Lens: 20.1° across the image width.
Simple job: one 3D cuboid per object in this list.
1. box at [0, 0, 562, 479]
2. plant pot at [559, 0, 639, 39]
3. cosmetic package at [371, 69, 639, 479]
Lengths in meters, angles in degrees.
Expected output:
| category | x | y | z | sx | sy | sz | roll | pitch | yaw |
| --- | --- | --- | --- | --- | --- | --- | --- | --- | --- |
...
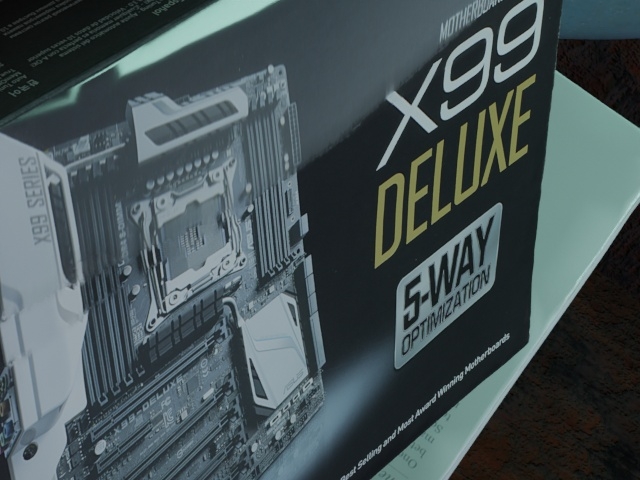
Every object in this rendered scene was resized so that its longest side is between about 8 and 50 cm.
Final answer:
| category | x | y | z | sx | sy | sz | roll | pitch | yaw |
| --- | --- | --- | --- | --- | --- | --- | --- | --- | --- |
| box | -0.037 | 0.002 | 0.580 | 0.307 | 0.076 | 0.242 | -36 | 141 | -39 |
| plant pot | 0.142 | -0.214 | 0.905 | 0.290 | 0.195 | 0.290 | -54 | 176 | -6 |
| cosmetic package | 0.000 | 0.000 | 0.855 | 0.224 | 0.224 | 0.138 | -52 | 175 | -20 |
